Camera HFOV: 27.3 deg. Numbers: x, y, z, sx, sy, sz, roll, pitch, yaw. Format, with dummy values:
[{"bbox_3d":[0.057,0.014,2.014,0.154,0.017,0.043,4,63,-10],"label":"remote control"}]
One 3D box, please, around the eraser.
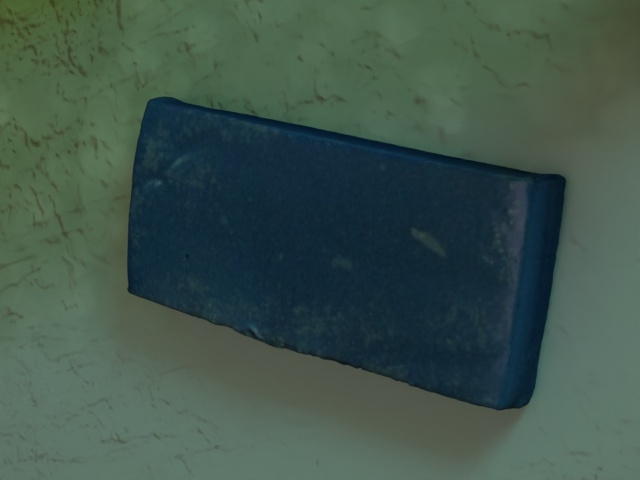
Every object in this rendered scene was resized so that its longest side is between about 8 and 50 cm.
[{"bbox_3d":[0.000,0.000,0.848,0.312,0.043,0.144,15,104,34],"label":"eraser"}]
